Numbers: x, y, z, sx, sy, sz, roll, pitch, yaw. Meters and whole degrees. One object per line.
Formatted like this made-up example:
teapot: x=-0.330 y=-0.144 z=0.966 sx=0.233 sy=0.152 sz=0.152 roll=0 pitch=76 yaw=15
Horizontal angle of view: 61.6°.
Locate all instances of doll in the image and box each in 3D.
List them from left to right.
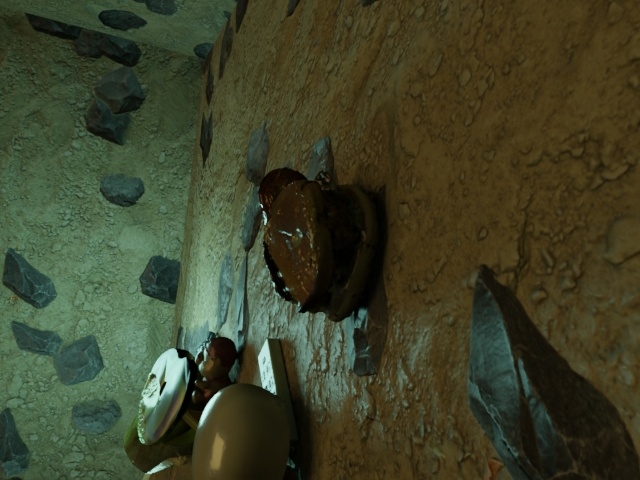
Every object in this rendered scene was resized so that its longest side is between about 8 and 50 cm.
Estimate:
doll: x=-0.395 y=0.479 z=2.016 sx=0.196 sy=0.152 sz=0.256 roll=38 pitch=117 yaw=62

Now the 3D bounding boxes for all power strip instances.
power strip: x=-0.127 y=0.437 z=1.542 sx=0.367 sy=0.043 sz=0.106 roll=-108 pitch=35 yaw=-46

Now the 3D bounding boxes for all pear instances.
pear: x=-0.577 y=0.644 z=2.180 sx=0.398 sy=0.165 sz=0.399 roll=-32 pitch=42 yaw=35

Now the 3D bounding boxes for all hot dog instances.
hot dog: x=-0.092 y=-0.064 z=1.454 sx=0.272 sy=0.122 sz=0.196 roll=86 pitch=-161 yaw=-51

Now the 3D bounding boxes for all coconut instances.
coconut: x=-0.512 y=0.942 z=1.974 sx=0.255 sy=0.297 sz=0.297 roll=106 pitch=160 yaw=-57

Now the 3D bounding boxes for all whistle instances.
whistle: x=-0.493 y=0.482 z=2.324 sx=0.269 sy=0.093 sz=0.180 roll=-18 pitch=46 yaw=65

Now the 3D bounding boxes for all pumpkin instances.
pumpkin: x=-0.664 y=0.820 z=2.320 sx=0.332 sy=0.332 sz=0.199 roll=-121 pitch=46 yaw=-56

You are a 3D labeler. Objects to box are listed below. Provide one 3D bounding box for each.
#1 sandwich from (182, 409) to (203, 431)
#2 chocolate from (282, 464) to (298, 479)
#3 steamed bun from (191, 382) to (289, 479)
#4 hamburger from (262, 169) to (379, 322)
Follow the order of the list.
sandwich: x=-0.411 y=0.706 z=1.950 sx=0.117 sy=0.187 sz=0.144 roll=129 pitch=148 yaw=-51
chocolate: x=-0.087 y=0.696 z=1.315 sx=0.262 sy=0.083 sz=0.161 roll=-92 pitch=24 yaw=-44
steamed bun: x=-0.218 y=0.532 z=1.374 sx=0.324 sy=0.206 sz=0.325 roll=-164 pitch=90 yaw=-71
hamburger: x=0.000 y=0.000 z=1.196 sx=0.277 sy=0.195 sz=0.318 roll=-61 pitch=33 yaw=35
